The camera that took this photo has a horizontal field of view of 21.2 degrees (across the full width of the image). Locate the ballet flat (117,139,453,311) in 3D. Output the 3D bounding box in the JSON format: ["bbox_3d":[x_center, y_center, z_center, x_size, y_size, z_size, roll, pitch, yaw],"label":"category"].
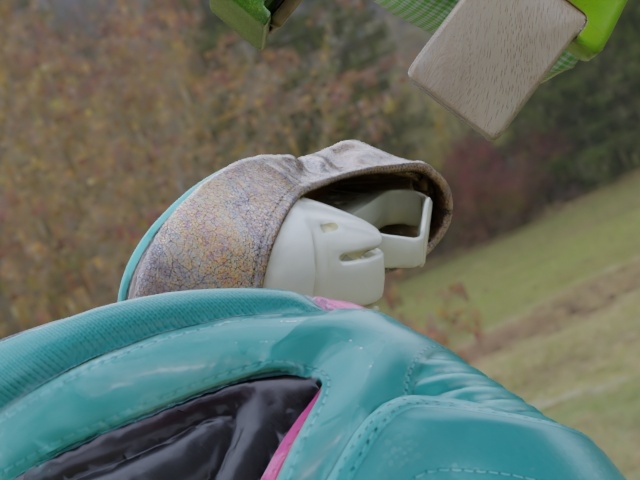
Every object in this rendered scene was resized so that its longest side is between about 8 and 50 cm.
[{"bbox_3d":[0.000,0.000,0.989,0.106,0.107,0.316,14,21,20],"label":"ballet flat"}]

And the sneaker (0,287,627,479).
[{"bbox_3d":[-0.066,0.118,0.419,0.295,0.124,0.178,-40,50,1],"label":"sneaker"}]

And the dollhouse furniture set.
[{"bbox_3d":[0.054,-0.132,1.062,0.151,0.197,0.301,-53,1,-4],"label":"dollhouse furniture set"}]
